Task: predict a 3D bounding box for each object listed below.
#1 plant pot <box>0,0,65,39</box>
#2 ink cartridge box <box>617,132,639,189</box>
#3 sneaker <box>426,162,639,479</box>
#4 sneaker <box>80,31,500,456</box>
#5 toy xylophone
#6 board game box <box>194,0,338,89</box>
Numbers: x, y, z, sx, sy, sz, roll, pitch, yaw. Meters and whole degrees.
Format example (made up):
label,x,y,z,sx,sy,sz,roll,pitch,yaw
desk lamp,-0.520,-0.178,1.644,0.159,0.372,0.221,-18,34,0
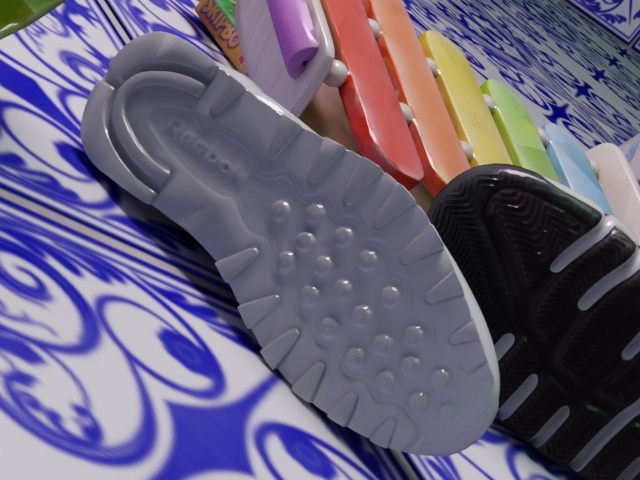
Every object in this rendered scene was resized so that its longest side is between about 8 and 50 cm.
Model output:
label,x,y,z,sx,sy,sz,roll,pitch,yaw
plant pot,-0.223,-0.253,0.685,0.293,0.274,0.275,28,9,26
ink cartridge box,0.266,-0.008,1.187,0.154,0.093,0.212,39,-24,-4
sneaker,0.150,0.065,0.913,0.281,0.106,0.162,47,8,-10
sneaker,0.000,0.000,0.755,0.235,0.090,0.095,48,8,27
toy xylophone,0.062,-0.077,1.048,0.323,0.081,0.236,22,36,-44
board game box,0.024,-0.090,1.167,0.259,0.039,0.124,29,18,-41
